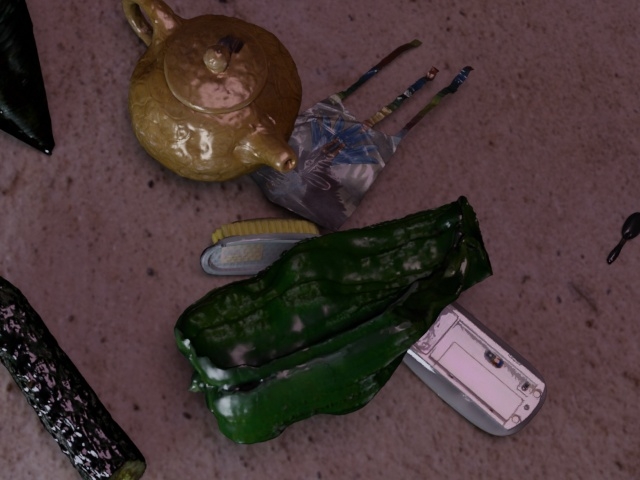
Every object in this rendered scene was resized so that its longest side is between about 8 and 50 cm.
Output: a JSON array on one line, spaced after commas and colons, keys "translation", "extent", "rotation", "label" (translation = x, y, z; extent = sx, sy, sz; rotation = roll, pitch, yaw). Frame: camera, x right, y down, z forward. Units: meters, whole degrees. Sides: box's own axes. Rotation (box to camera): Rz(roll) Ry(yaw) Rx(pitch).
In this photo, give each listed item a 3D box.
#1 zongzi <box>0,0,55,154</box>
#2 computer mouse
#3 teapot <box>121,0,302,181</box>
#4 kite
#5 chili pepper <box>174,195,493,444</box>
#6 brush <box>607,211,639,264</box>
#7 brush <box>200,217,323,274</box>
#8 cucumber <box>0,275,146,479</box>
[{"translation": [-0.439, -0.269, 1.811], "extent": [0.319, 0.362, 0.383], "rotation": [-39, 45, -18], "label": "zongzi"}, {"translation": [0.174, 0.144, 1.849], "extent": [0.199, 0.045, 0.102], "rotation": [39, 75, 8], "label": "computer mouse"}, {"translation": [-0.130, -0.190, 1.831], "extent": [0.203, 0.167, 0.311], "rotation": [-36, 74, -18], "label": "teapot"}, {"translation": [0.042, -0.148, 1.919], "extent": [0.169, 0.015, 0.310], "rotation": [33, 63, 23], "label": "kite"}, {"translation": [0.030, 0.094, 1.760], "extent": [0.385, 0.167, 0.213], "rotation": [-27, 39, -3], "label": "chili pepper"}, {"translation": [0.381, -0.003, 1.960], "extent": [0.024, 0.008, 0.083], "rotation": [36, 70, 0], "label": "brush"}, {"translation": [0.000, 0.000, 1.864], "extent": [0.297, 0.068, 0.060], "rotation": [0, 50, -15], "label": "brush"}, {"translation": [-0.301, 0.153, 1.743], "extent": [0.072, 0.072, 0.300], "rotation": [-33, 79, -19], "label": "cucumber"}]
